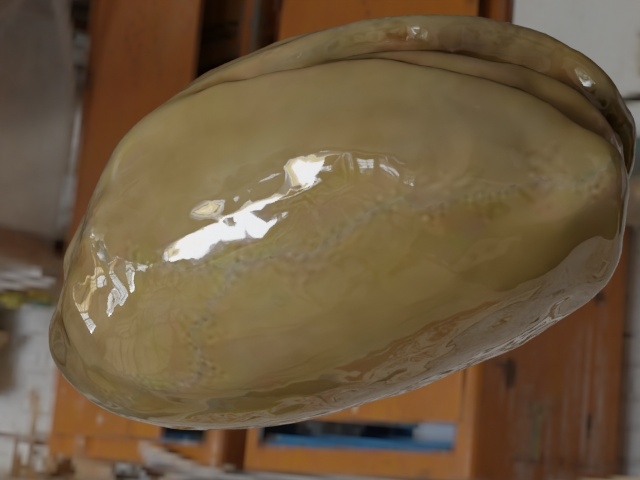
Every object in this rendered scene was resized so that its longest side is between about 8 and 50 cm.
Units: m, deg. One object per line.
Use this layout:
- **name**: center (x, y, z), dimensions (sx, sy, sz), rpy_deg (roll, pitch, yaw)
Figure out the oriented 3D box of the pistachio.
- **pistachio**: center (0.000, 0.000, 0.707), dimensions (0.293, 0.162, 0.181), rpy_deg (-24, 117, 18)
